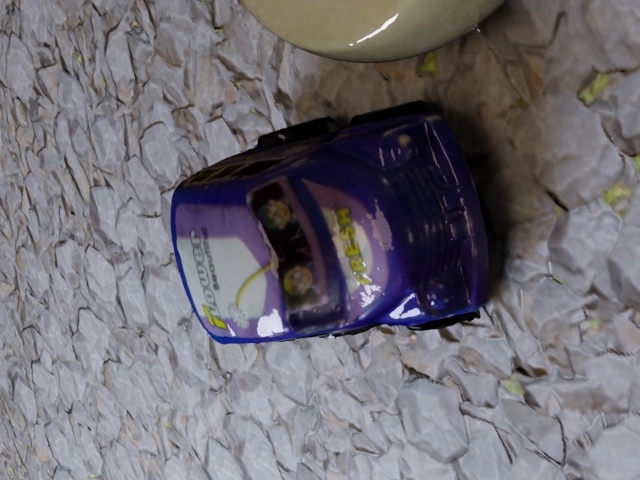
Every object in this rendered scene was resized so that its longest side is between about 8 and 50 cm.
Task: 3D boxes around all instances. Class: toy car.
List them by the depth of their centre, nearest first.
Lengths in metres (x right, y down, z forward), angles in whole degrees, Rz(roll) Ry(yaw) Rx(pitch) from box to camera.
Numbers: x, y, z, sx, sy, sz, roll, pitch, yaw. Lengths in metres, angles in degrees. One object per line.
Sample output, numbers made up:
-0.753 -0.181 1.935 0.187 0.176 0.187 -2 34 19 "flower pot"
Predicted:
0.000 0.000 0.700 0.235 0.158 0.172 -8 99 51 "toy car"

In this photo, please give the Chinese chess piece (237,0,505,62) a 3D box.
0.028 -0.246 0.612 0.273 0.102 0.273 22 120 44 "Chinese chess piece"
